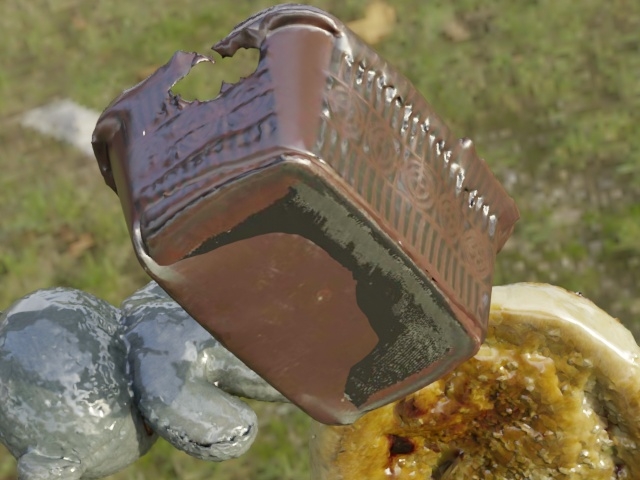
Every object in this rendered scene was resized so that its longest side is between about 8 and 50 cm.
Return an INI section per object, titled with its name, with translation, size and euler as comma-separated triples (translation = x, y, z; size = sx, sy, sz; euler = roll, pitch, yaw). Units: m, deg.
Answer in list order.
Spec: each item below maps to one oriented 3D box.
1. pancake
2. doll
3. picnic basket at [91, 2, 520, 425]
[pancake]
translation = 0.156, 0.197, 1.646
size = 0.356, 0.356, 0.065
euler = -9, 34, 12
[doll]
translation = -0.119, 0.119, 1.565
size = 0.340, 0.158, 0.246
euler = -8, 39, -16
[picnic basket]
translation = 0.000, 0.000, 1.263
size = 0.222, 0.297, 0.129
euler = -30, 39, 20
